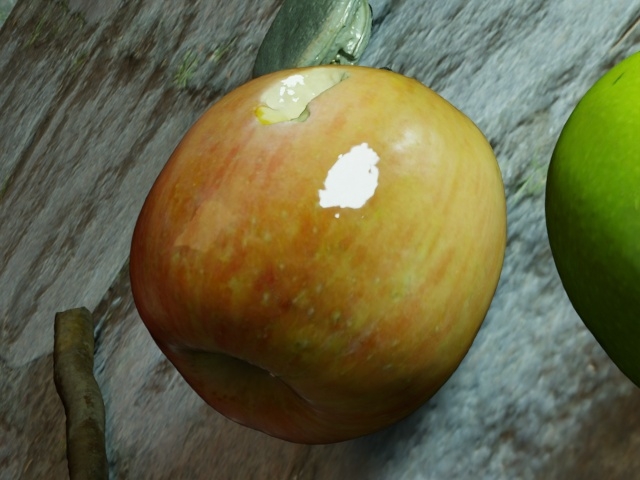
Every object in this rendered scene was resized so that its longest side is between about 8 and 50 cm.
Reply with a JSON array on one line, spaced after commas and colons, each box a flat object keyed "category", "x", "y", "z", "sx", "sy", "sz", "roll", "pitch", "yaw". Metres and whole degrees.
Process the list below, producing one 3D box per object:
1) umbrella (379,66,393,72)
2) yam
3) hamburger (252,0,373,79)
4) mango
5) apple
[{"category": "umbrella", "x": 0.022, "y": -0.114, "z": 1.493, "sx": 0.133, "sy": 0.031, "sz": 0.036, "roll": -23, "pitch": 29, "yaw": 55}, {"category": "yam", "x": -0.229, "y": 0.160, "z": 1.639, "sx": 0.327, "sy": 0.045, "sz": 0.045, "roll": -109, "pitch": 32, "yaw": -60}, {"category": "hamburger", "x": -0.003, "y": -0.184, "z": 1.589, "sx": 0.140, "sy": 0.062, "sz": 0.133, "roll": -56, "pitch": 28, "yaw": 0}, {"category": "mango", "x": 0.213, "y": 0.018, "z": 0.787, "sx": 0.343, "sy": 0.192, "sz": 0.156, "roll": -110, "pitch": 18, "yaw": -58}, {"category": "apple", "x": 0.000, "y": 0.000, "z": 1.153, "sx": 0.242, "sy": 0.242, "sz": 0.241, "roll": -20, "pitch": 38, "yaw": 54}]
